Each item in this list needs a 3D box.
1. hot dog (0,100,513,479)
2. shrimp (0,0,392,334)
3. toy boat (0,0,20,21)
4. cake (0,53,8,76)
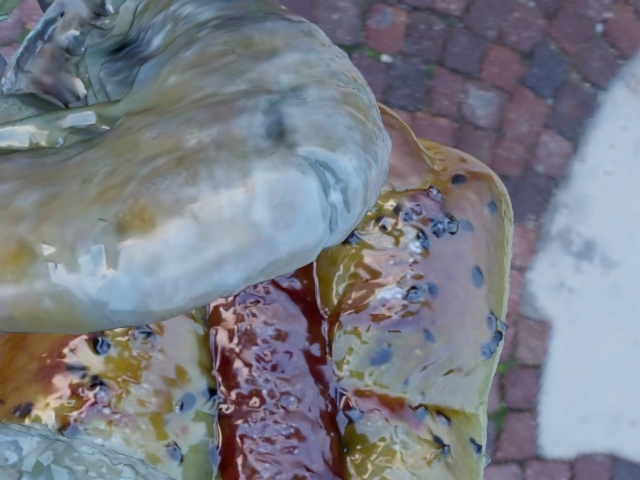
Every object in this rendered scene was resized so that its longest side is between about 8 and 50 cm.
[{"bbox_3d":[-0.032,0.046,1.109,0.367,0.196,0.365,17,57,-10],"label":"hot dog"},{"bbox_3d":[-0.099,-0.064,0.760,0.221,0.446,0.110,-19,114,-3],"label":"shrimp"},{"bbox_3d":[-0.402,-0.316,1.839,0.084,0.276,0.111,-19,93,-22],"label":"toy boat"},{"bbox_3d":[-0.463,-0.144,1.789,0.207,0.178,0.185,40,43,-19],"label":"cake"}]
